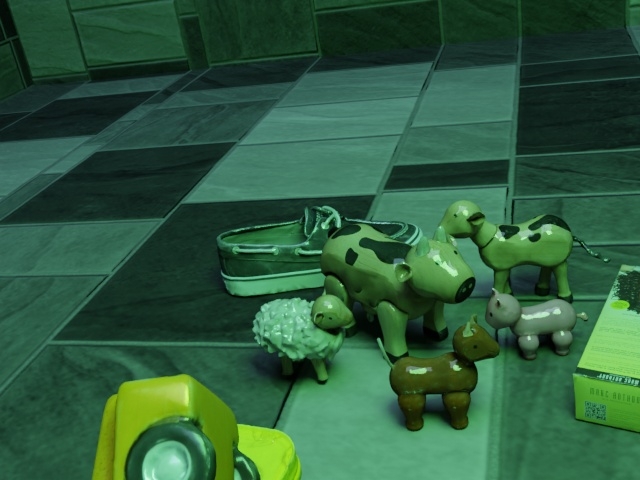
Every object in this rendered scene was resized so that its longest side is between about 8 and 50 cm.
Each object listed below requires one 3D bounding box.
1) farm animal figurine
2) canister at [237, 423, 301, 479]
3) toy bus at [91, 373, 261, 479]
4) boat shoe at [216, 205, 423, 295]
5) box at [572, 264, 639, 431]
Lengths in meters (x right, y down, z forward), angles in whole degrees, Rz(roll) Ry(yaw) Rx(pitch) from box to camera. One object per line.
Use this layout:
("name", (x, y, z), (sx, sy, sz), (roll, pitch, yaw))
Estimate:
("farm animal figurine", (0.128, 0.043, 0.886), (0.327, 0.172, 0.330), (9, 31, 35))
("canister", (-0.066, 0.228, 0.576), (0.126, 0.170, 0.073), (1, 28, 21))
("toy bus", (-0.100, 0.250, 0.409), (0.130, 0.108, 0.332), (-10, 65, 8))
("boat shoe", (0.000, 0.000, 1.101), (0.301, 0.102, 0.108), (-9, 26, 2))
("box", (0.341, 0.107, 0.812), (0.087, 0.058, 0.232), (6, 30, 30))
